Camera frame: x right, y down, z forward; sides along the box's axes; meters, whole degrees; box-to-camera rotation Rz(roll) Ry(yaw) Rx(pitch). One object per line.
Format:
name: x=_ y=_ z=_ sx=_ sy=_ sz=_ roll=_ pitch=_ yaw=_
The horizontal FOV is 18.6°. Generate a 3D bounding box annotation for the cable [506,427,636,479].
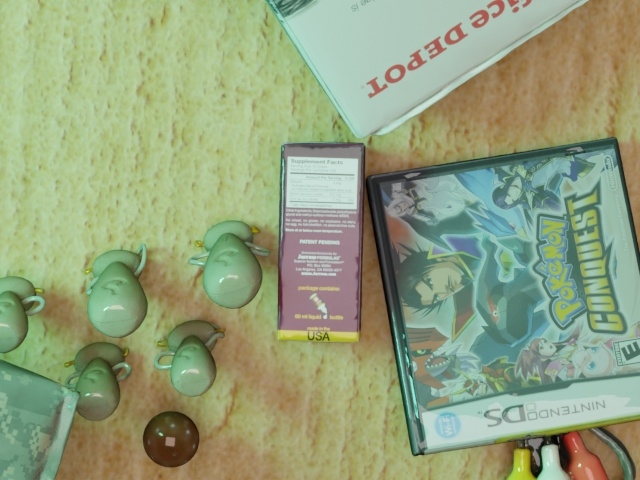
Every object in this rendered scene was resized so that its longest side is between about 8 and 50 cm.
cable: x=0.219 y=0.164 z=1.893 sx=0.139 sy=0.072 sz=0.287 roll=-16 pitch=92 yaw=2

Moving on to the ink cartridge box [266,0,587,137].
ink cartridge box: x=0.044 y=-0.332 z=1.742 sx=0.285 sy=0.166 sz=0.395 roll=-32 pitch=124 yaw=1

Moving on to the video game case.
video game case: x=0.188 y=0.053 z=1.878 sx=0.248 sy=0.035 sz=0.274 roll=-9 pitch=80 yaw=-2

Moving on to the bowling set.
bowling set: x=-0.179 y=0.107 z=1.869 sx=0.287 sy=0.154 sz=0.199 roll=-9 pitch=111 yaw=-2

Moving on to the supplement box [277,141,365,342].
supplement box: x=0.000 y=0.000 z=1.868 sx=0.081 sy=0.104 sz=0.188 roll=1 pitch=92 yaw=-1

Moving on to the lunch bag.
lunch bag: x=-0.371 y=0.172 z=1.758 sx=0.235 sy=0.287 sz=0.169 roll=19 pitch=81 yaw=-16
